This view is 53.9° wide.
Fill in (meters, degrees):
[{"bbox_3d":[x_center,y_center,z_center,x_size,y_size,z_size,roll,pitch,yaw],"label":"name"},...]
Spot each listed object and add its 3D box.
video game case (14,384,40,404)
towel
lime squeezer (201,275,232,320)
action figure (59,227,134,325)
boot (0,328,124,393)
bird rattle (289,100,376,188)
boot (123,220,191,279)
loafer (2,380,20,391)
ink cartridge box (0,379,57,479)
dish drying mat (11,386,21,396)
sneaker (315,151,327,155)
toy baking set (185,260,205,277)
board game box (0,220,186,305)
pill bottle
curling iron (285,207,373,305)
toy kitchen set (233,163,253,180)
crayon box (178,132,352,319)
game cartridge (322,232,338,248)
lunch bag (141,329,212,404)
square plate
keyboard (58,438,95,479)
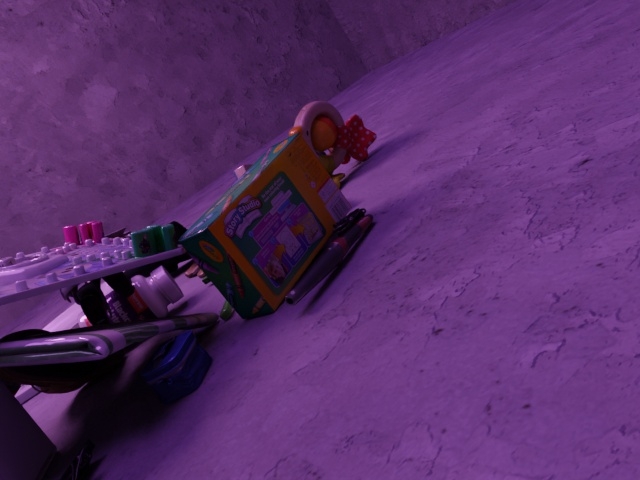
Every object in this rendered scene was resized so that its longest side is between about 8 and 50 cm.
[{"bbox_3d":[-0.591,0.270,1.464,0.206,0.026,0.227,-34,14,-4],"label":"video game case"},{"bbox_3d":[-0.328,0.146,0.930,0.248,0.038,0.325,-9,-4,14],"label":"towel"},{"bbox_3d":[-0.163,0.070,1.183,0.109,0.059,0.310,-65,19,0],"label":"lime squeezer"},{"bbox_3d":[-0.430,0.064,1.233,0.185,0.099,0.285,-42,26,-5],"label":"action figure"},{"bbox_3d":[-0.453,0.220,1.059,0.115,0.112,0.305,-42,-14,3],"label":"boot"},{"bbox_3d":[0.022,-0.227,1.458,0.143,0.206,0.253,11,53,45],"label":"bird rattle"},{"bbox_3d":[-0.411,0.048,1.590,0.207,0.094,0.246,-31,-6,0],"label":"boot"},{"bbox_3d":[-0.744,0.320,1.477,0.223,0.076,0.078,-35,24,36],"label":"loafer"},{"bbox_3d":[-0.619,0.318,0.847,0.395,0.285,0.166,-32,14,1],"label":"ink cartridge box"},{"bbox_3d":[-0.717,0.362,1.467,0.032,0.008,0.083,-37,14,-10],"label":"dish drying mat"},{"bbox_3d":[-0.045,-0.222,1.793,0.224,0.083,0.098,-18,16,48],"label":"sneaker"},{"bbox_3d":[-0.212,0.010,1.499,0.256,0.030,0.197,-43,22,-11],"label":"toy baking set"},{"bbox_3d":[-0.468,0.034,0.978,0.390,0.050,0.390,-17,12,-36],"label":"board game box"},{"bbox_3d":[-0.379,0.138,1.274,0.194,0.108,0.108,-36,15,-8],"label":"pill bottle"},{"bbox_3d":[0.016,0.023,0.954,0.068,0.035,0.274,-28,14,34],"label":"curling iron"},{"bbox_3d":[-0.210,-0.141,1.880,0.166,0.122,0.207,-26,-4,28],"label":"toy kitchen set"},{"bbox_3d":[-0.078,-0.030,1.017,0.081,0.165,0.278,-17,26,44],"label":"crayon box"},{"bbox_3d":[0.000,0.000,1.101,0.083,0.017,0.056,-20,23,42],"label":"game cartridge"},{"bbox_3d":[-0.202,0.172,0.870,0.067,0.065,0.098,-29,14,16],"label":"lunch bag"},{"bbox_3d":[-0.646,0.193,1.777,0.347,0.049,0.344,-18,21,47],"label":"square plate"},{"bbox_3d":[-0.308,0.315,0.730,0.100,0.038,0.192,-53,8,22],"label":"keyboard"}]
